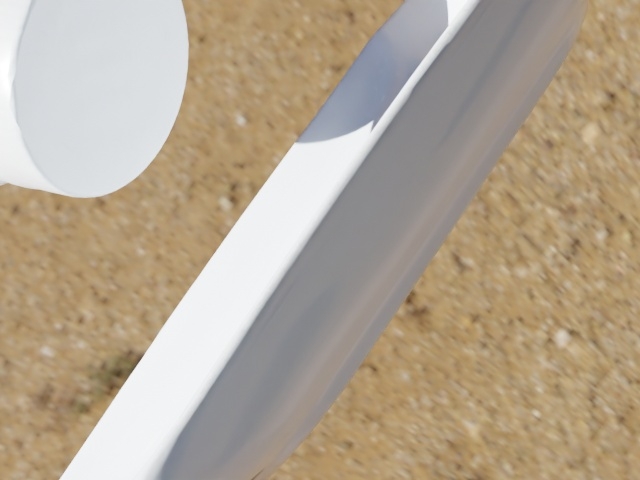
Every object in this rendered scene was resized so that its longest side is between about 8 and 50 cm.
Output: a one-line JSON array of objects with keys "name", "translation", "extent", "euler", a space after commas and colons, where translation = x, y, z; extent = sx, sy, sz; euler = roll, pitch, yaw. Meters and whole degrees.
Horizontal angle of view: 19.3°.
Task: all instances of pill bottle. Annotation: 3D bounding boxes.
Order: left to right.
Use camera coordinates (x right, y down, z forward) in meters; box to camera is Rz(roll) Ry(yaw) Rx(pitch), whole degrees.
[{"name": "pill bottle", "translation": [-0.170, -0.086, 0.768], "extent": [0.221, 0.121, 0.121], "euler": [13, 78, 34]}]

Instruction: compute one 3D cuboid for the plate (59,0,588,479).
[{"name": "plate", "translation": [0.000, 0.000, 0.684], "extent": [0.045, 0.278, 0.277], "euler": [36, 73, -6]}]
